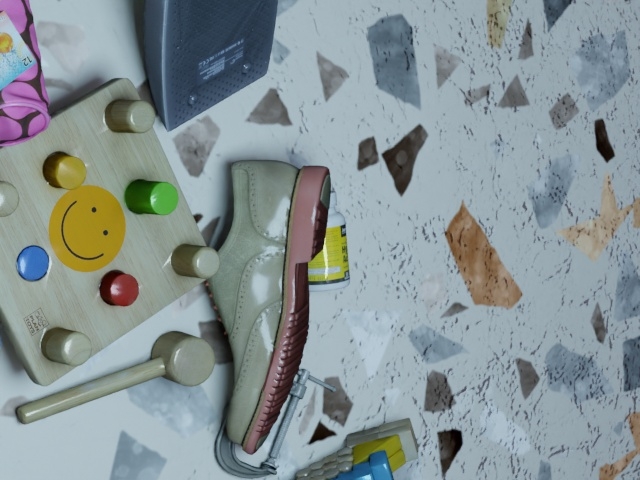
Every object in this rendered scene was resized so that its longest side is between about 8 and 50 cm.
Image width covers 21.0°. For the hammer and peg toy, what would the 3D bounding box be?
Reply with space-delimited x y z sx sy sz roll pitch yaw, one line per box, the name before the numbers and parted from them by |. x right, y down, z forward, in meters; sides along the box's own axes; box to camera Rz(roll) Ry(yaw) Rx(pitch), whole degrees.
hammer and peg toy | -0.241 0.038 1.873 0.266 0.127 0.361 -34 113 -30

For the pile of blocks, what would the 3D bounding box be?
pile of blocks | 0.005 0.344 2.070 0.362 0.149 0.112 -28 110 -32

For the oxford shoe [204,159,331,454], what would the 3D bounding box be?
oxford shoe | -0.078 0.074 2.024 0.130 0.123 0.348 12 92 8

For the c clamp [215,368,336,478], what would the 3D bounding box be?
c clamp | -0.057 0.220 2.091 0.137 0.022 0.160 36 73 -33

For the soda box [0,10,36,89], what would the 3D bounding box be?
soda box | -0.355 -0.140 1.599 0.183 0.058 0.063 -43 118 -28

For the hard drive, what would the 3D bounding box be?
hard drive | -0.122 -0.253 1.907 0.172 0.054 0.254 -34 150 -29

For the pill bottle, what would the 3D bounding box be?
pill bottle | 0.000 0.000 2.088 0.065 0.065 0.116 -12 101 -35

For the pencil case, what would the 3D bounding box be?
pencil case | -0.340 -0.205 1.764 0.098 0.095 0.209 26 46 -70
